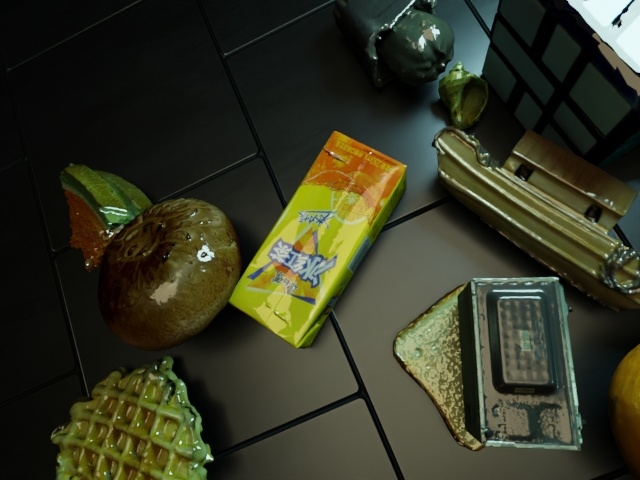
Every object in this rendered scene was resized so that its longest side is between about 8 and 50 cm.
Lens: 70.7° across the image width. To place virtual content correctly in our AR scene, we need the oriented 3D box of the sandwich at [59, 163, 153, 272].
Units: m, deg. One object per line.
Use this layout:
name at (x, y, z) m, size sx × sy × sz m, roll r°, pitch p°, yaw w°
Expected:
sandwich at (-0.439, -0.049, 0.901) m, size 0.185 × 0.109 × 0.159 m, roll 39°, pitch 114°, yaw 20°

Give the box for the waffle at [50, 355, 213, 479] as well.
waffle at (-0.326, 0.366, 0.765) m, size 0.297 × 0.073 × 0.317 m, roll -35°, pitch 56°, yaw 1°

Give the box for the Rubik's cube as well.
Rubik's cube at (0.457, -0.304, 0.686) m, size 0.289 × 0.283 × 0.293 m, roll -32°, pitch 72°, yaw 1°

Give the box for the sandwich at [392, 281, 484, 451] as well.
sandwich at (0.237, 0.199, 0.724) m, size 0.186 × 0.065 × 0.214 m, roll -39°, pitch 74°, yaw 1°

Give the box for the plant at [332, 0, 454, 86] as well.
plant at (0.136, -0.386, 0.843) m, size 0.164 × 0.142 × 0.256 m, roll -39°, pitch 62°, yaw 0°

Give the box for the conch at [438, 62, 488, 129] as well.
conch at (0.261, -0.264, 0.820) m, size 0.089 × 0.074 × 0.121 m, roll -1°, pitch 100°, yaw 47°

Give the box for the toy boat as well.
toy boat at (0.381, -0.049, 0.716) m, size 0.445 × 0.136 × 0.162 m, roll 39°, pitch 112°, yaw 15°

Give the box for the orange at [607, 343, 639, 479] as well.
orange at (0.524, 0.228, 0.537) m, size 0.312 × 0.312 × 0.312 m, roll -2°, pitch 77°, yaw 11°

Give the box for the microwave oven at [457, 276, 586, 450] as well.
microwave oven at (0.263, 0.162, 0.610) m, size 0.129 × 0.163 × 0.204 m, roll -1°, pitch 75°, yaw 8°

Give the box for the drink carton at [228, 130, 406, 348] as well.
drink carton at (0.000, 0.000, 0.795) m, size 0.155 × 0.111 × 0.351 m, roll 30°, pitch 86°, yaw 17°

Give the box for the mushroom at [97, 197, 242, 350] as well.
mushroom at (-0.269, 0.051, 0.779) m, size 0.278 × 0.163 × 0.297 m, roll -43°, pitch 40°, yaw 9°
